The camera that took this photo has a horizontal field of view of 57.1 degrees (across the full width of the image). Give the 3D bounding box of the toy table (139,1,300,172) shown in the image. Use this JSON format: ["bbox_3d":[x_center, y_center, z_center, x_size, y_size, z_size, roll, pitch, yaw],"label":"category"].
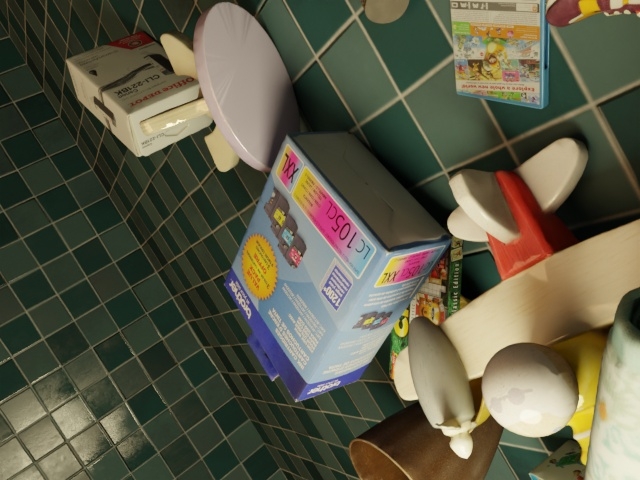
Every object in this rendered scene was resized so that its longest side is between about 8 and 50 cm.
[{"bbox_3d":[-0.164,-0.240,0.997,0.160,0.252,0.274,-4,105,42],"label":"toy table"}]

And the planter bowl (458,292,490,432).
[{"bbox_3d":[0.236,0.182,0.894,0.217,0.090,0.217,180,90,-77],"label":"planter bowl"}]

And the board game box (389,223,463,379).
[{"bbox_3d":[0.159,0.102,0.900,0.136,0.030,0.260,10,99,63],"label":"board game box"}]

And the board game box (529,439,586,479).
[{"bbox_3d":[0.451,0.419,0.775,0.224,0.097,0.303,60,164,-6],"label":"board game box"}]

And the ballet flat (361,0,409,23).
[{"bbox_3d":[0.096,-0.346,0.633,0.250,0.084,0.058,112,156,-61],"label":"ballet flat"}]

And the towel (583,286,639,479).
[{"bbox_3d":[0.388,0.148,0.420,0.090,0.374,0.321,-84,-15,-54],"label":"towel"}]

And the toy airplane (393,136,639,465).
[{"bbox_3d":[0.244,0.086,0.613,0.384,0.272,0.386,21,121,36],"label":"toy airplane"}]

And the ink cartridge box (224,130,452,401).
[{"bbox_3d":[-0.005,0.063,0.951,0.270,0.151,0.396,52,133,32],"label":"ink cartridge box"}]

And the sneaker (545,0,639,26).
[{"bbox_3d":[0.271,-0.206,0.486,0.185,0.069,0.084,-17,99,63],"label":"sneaker"}]

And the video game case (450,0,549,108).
[{"bbox_3d":[0.194,-0.232,0.643,0.119,0.015,0.166,26,139,44],"label":"video game case"}]

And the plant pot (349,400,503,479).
[{"bbox_3d":[0.206,0.363,1.021,0.215,0.230,0.215,39,147,31],"label":"plant pot"}]

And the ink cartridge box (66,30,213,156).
[{"bbox_3d":[-0.396,-0.329,1.300,0.273,0.197,0.114,41,149,28],"label":"ink cartridge box"}]
